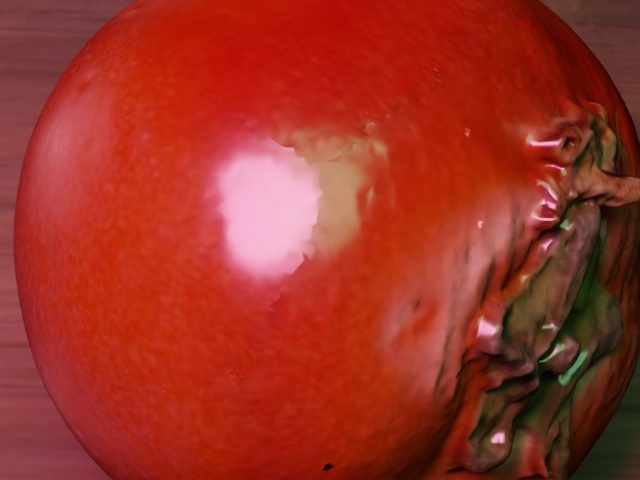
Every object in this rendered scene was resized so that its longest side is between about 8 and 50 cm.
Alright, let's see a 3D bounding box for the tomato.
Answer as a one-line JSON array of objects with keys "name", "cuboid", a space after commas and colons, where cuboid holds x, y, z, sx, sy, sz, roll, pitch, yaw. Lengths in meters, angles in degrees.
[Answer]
[{"name": "tomato", "cuboid": [0.000, 0.000, 0.686, 0.322, 0.321, 0.321, 3, 59, -5]}]
